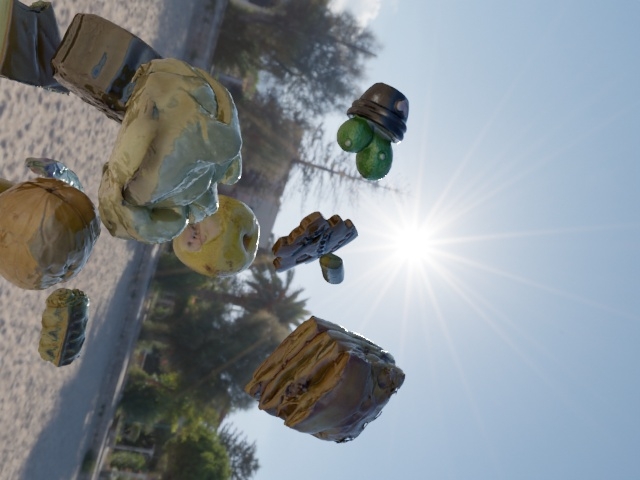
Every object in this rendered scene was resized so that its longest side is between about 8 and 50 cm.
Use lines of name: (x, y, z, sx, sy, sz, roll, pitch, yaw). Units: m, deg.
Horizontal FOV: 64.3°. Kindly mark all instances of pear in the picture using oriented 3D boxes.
pear: (-0.324, -0.012, 1.573, 0.271, 0.271, 0.271, -164, -90, -75)

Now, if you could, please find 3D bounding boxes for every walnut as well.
walnut: (-0.527, -0.010, 0.971, 0.222, 0.195, 0.195, -49, -153, 35)

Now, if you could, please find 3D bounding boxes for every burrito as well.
burrito: (-0.867, -0.207, 1.674, 0.089, 0.144, 0.229, -36, -178, -6)

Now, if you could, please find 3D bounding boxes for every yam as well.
yam: (0.035, 0.075, 1.432, 0.146, 0.069, 0.070, 79, 18, -63)

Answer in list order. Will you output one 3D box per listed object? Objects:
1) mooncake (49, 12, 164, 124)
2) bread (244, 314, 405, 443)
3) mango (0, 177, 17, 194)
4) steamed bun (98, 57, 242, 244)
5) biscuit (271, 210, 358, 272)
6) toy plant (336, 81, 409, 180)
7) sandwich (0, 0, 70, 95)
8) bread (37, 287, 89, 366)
mooncake: (-0.456, -0.361, 1.163, 0.161, 0.290, 0.290, -60, -166, -6)
bread: (0.026, 0.346, 1.175, 0.277, 0.324, 0.167, -47, -145, 6)
mango: (-0.748, -0.058, 1.213, 0.177, 0.329, 0.175, -55, 160, 16)
steamed bun: (-0.268, -0.148, 0.938, 0.372, 0.230, 0.325, -42, -143, 43)
biscuit: (0.001, 0.001, 1.478, 0.043, 0.301, 0.278, 62, -37, 24)
toy plant: (0.146, -0.296, 1.401, 0.175, 0.218, 0.235, 29, -89, 45)
sandwich: (-0.701, -0.491, 1.283, 0.245, 0.063, 0.212, -21, 128, -75)
bread: (-0.741, 0.254, 1.484, 0.088, 0.128, 0.232, 23, -74, 40)
